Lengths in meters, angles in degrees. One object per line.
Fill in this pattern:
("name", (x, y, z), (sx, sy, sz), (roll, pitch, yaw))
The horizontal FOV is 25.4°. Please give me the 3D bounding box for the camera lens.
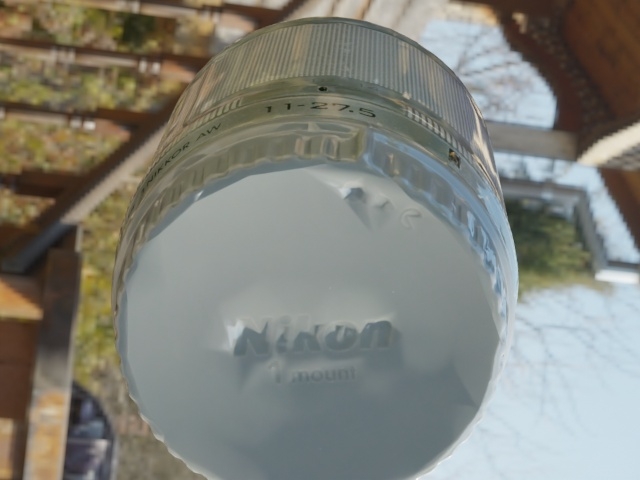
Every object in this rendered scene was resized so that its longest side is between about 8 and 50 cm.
("camera lens", (0.000, 0.000, 0.833), (0.274, 0.219, 0.219), (-84, -176, -68))
